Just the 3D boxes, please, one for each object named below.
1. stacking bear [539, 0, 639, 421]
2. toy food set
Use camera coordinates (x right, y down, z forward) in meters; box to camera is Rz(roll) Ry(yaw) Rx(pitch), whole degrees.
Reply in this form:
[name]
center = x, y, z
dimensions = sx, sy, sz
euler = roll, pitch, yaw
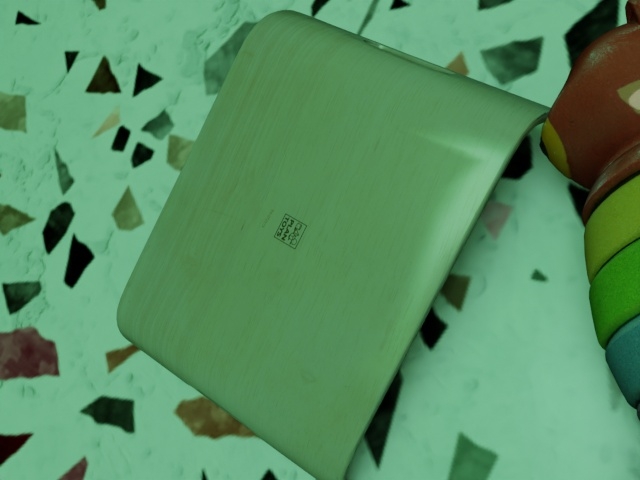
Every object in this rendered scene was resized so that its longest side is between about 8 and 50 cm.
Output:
[stacking bear]
center = 0.212, 0.003, 0.388
dimensions = 0.164, 0.175, 0.289
euler = -20, 62, 19
[toy food set]
center = 0.000, 0.000, 0.521
dimensions = 0.219, 0.092, 0.306
euler = 30, 97, 26
